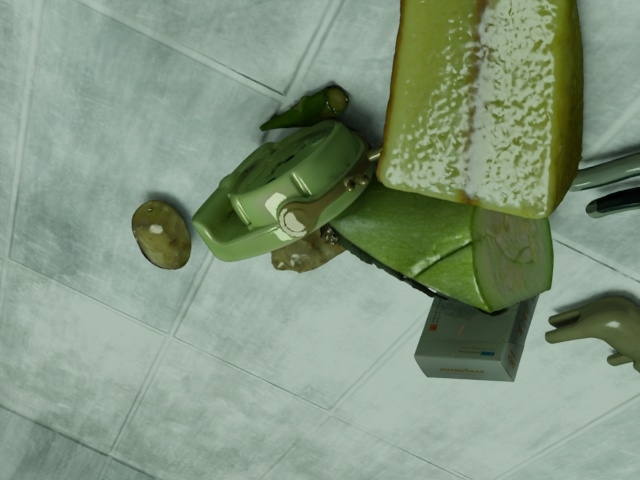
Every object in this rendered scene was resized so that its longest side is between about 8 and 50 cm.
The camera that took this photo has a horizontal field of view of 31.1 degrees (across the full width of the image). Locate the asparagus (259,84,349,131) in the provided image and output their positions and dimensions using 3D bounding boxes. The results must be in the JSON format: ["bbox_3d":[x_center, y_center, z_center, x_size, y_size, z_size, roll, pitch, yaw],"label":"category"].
[{"bbox_3d":[-0.028,-0.183,1.696,0.045,0.041,0.178,29,152,-28],"label":"asparagus"}]

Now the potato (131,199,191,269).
[{"bbox_3d":[-0.289,-0.009,2.107,0.107,0.080,0.170,4,149,16],"label":"potato"}]

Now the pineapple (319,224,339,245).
[{"bbox_3d":[0.080,-0.021,1.825,0.159,0.074,0.074,8,153,-15],"label":"pineapple"}]

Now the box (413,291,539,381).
[{"bbox_3d":[0.249,0.102,1.764,0.149,0.233,0.067,-2,141,35],"label":"box"}]

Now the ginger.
[{"bbox_3d":[0.003,-0.003,1.895,0.193,0.123,0.115,-23,116,40],"label":"ginger"}]

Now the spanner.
[{"bbox_3d":[0.475,-0.092,1.493,0.324,0.040,0.095,-13,134,40],"label":"spanner"}]

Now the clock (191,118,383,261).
[{"bbox_3d":[-0.025,-0.088,1.671,0.308,0.235,0.096,-17,114,41],"label":"clock"}]

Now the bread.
[{"bbox_3d":[0.221,-0.236,1.435,0.233,0.245,0.362,13,118,19],"label":"bread"}]

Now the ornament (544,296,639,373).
[{"bbox_3d":[0.524,0.165,1.848,0.230,0.061,0.245,33,149,-21],"label":"ornament"}]

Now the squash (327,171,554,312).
[{"bbox_3d":[0.145,-0.004,1.679,0.308,0.233,0.210,-6,96,39],"label":"squash"}]
